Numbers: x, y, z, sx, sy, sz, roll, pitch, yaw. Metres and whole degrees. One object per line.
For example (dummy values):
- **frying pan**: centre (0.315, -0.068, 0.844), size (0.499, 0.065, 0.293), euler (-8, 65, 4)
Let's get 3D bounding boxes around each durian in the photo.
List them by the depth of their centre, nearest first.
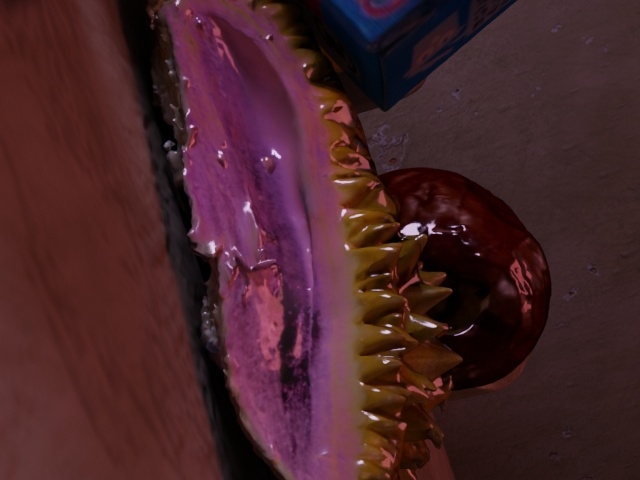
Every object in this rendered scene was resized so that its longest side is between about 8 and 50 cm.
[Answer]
- **durian**: centre (-0.001, 0.000, 0.454), size (0.191, 0.112, 0.341), euler (55, 15, -64)

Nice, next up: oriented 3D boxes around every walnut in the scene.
- **walnut**: centre (0.085, 0.056, 0.792), size (0.221, 0.244, 0.269), euler (33, 13, 2)

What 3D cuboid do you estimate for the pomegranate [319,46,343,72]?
- **pomegranate**: centre (0.021, -0.357, 1.253), size (0.248, 0.248, 0.248), euler (-19, 90, -85)

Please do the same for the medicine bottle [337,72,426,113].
- **medicine bottle**: centre (0.033, -0.407, 1.460), size (0.123, 0.282, 0.375), euler (-29, 104, -45)

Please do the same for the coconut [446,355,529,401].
- **coconut**: centre (0.188, 0.134, 1.321), size (0.266, 0.237, 0.237), euler (-25, -97, 57)

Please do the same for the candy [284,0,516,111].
- **candy**: centre (-0.005, -0.242, 0.495), size (0.306, 0.157, 0.100), euler (49, -2, 12)
